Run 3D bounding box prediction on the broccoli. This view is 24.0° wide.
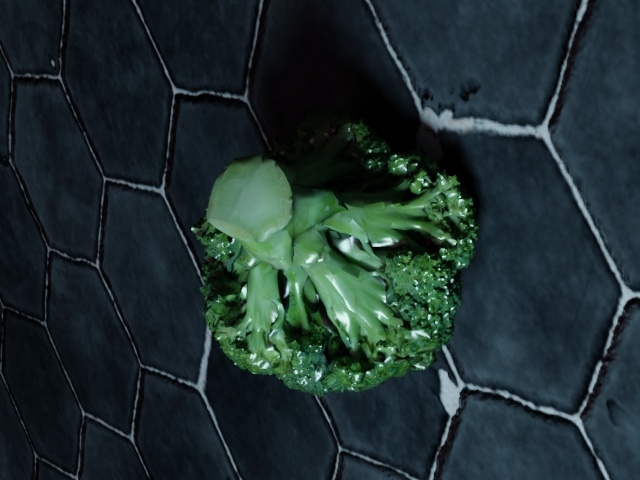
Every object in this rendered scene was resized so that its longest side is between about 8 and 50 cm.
[{"bbox_3d":[0.000,0.000,1.296,0.270,0.270,0.270,51,-173,29],"label":"broccoli"}]
